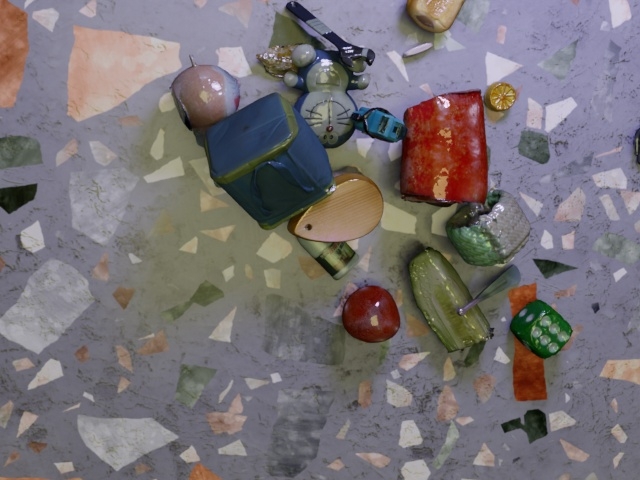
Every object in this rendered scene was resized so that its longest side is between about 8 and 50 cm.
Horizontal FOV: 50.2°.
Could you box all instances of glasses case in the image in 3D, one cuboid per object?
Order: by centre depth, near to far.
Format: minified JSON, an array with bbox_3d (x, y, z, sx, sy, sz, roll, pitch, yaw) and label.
[{"bbox_3d":[0.266,-0.520,1.861,0.083,0.032,0.021,-22,104,-5],"label":"glasses case"}]

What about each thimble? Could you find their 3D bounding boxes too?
[{"bbox_3d":[0.460,-0.028,1.868,0.219,0.219,0.150,-36,103,-1],"label":"thimble"}]

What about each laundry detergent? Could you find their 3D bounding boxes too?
[{"bbox_3d":[0.000,0.000,1.884,0.225,0.070,0.099,46,78,-8],"label":"laundry detergent"}]

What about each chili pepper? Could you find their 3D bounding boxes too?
[{"bbox_3d":[0.325,-0.240,1.833,0.252,0.229,0.305,-3,89,-17],"label":"chili pepper"}]

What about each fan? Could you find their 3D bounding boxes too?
[{"bbox_3d":[0.481,0.149,1.933,0.282,0.023,0.057,-30,103,-33],"label":"fan"}]

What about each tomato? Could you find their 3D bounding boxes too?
[{"bbox_3d":[0.141,0.208,1.897,0.167,0.167,0.167,-1,99,-8],"label":"tomato"}]

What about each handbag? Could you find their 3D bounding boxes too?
[{"bbox_3d":[-0.125,-0.194,1.678,0.263,0.222,0.241,-29,141,8],"label":"handbag"}]

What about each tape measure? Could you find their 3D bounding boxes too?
[{"bbox_3d":[0.149,-0.300,1.757,0.146,0.125,0.080,11,100,-48],"label":"tape measure"}]

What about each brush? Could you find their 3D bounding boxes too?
[{"bbox_3d":[0.026,-0.088,1.811,0.267,0.166,0.174,-20,112,-12],"label":"brush"}]

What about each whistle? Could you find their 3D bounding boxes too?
[{"bbox_3d":[-0.273,-0.308,1.759,0.189,0.189,0.347,-15,113,-5],"label":"whistle"}]

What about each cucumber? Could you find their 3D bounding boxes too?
[{"bbox_3d":[0.353,0.160,1.945,0.145,0.105,0.325,-29,103,24],"label":"cucumber"}]

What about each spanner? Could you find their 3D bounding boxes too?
[{"bbox_3d":[0.013,-0.526,1.735,0.087,0.024,0.316,-31,61,-28],"label":"spanner"}]

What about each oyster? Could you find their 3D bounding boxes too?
[{"bbox_3d":[-0.085,-0.484,1.820,0.146,0.045,0.121,37,78,-12],"label":"oyster"}]

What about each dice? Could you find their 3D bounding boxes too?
[{"bbox_3d":[0.643,0.259,1.987,0.131,0.120,0.128,-45,101,-1],"label":"dice"}]

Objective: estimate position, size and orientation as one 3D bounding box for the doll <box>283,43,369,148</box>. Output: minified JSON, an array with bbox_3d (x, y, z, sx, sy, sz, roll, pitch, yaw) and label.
[{"bbox_3d":[0.011,-0.370,1.786,0.228,0.154,0.258,-1,97,-15],"label":"doll"}]

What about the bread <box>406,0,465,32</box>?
[{"bbox_3d":[0.346,-0.705,1.814,0.142,0.091,0.305,30,93,-18],"label":"bread"}]

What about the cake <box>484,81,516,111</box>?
[{"bbox_3d":[0.502,-0.401,1.906,0.084,0.044,0.084,-1,100,-6],"label":"cake"}]

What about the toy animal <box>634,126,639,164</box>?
[{"bbox_3d":[1.028,-0.307,1.973,0.270,0.082,0.137,-23,102,-3],"label":"toy animal"}]
